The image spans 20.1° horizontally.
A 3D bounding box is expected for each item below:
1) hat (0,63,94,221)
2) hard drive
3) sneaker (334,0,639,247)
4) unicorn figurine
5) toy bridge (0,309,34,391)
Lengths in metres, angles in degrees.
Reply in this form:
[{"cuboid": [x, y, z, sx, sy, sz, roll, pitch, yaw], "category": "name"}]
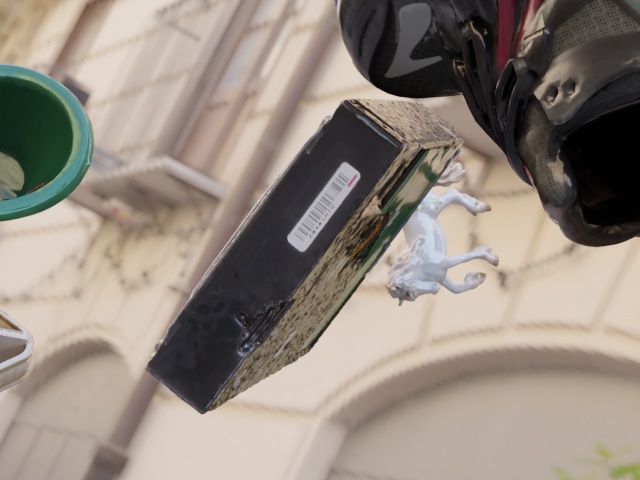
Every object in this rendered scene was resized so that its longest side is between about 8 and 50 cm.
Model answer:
[{"cuboid": [-0.323, -0.042, 1.712, 0.173, 0.208, 0.183, 61, -24, 24], "category": "hat"}, {"cuboid": [0.000, 0.000, 1.365, 0.064, 0.237, 0.339, 38, 11, 8], "category": "hard drive"}, {"cuboid": [0.145, -0.105, 1.072, 0.185, 0.202, 0.483, 26, -6, -31], "category": "sneaker"}, {"cuboid": [0.101, 0.006, 1.587, 0.111, 0.162, 0.060, 1, -39, -23], "category": "unicorn figurine"}, {"cuboid": [-0.222, 0.069, 1.193, 0.063, 0.026, 0.188, 11, 14, -12], "category": "toy bridge"}]
